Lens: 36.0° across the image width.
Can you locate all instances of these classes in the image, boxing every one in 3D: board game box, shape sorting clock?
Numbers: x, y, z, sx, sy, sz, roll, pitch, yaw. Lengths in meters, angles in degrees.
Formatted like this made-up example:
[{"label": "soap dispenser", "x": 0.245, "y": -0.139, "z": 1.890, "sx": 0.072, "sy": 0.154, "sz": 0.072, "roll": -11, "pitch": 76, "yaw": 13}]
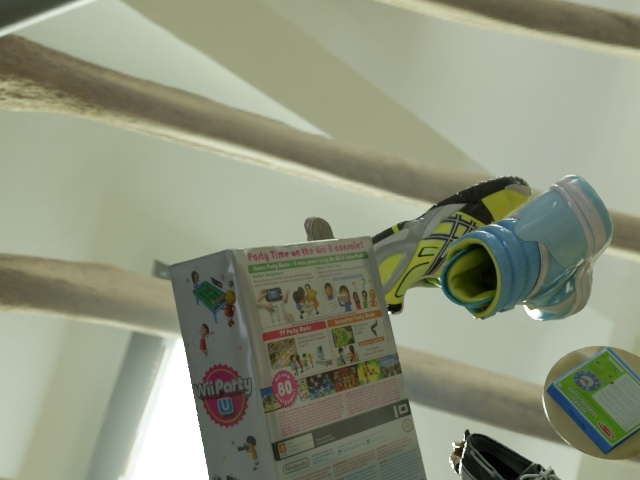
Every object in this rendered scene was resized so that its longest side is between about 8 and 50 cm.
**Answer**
[{"label": "board game box", "x": -0.015, "y": 0.155, "z": 1.001, "sx": 0.224, "sy": 0.097, "sz": 0.303, "roll": -5, "pitch": -98, "yaw": -50}, {"label": "shape sorting clock", "x": 0.471, "y": 0.265, "z": 1.621, "sx": 0.206, "sy": 0.206, "sz": 0.040, "roll": -50, "pitch": -24, "yaw": -31}]

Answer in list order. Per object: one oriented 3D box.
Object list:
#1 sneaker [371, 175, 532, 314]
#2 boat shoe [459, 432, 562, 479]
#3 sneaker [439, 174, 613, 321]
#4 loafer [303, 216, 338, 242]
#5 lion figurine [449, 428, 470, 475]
[{"label": "sneaker", "x": 0.237, "y": 0.007, "z": 1.842, "sx": 0.385, "sy": 0.145, "sz": 0.147, "roll": -29, "pitch": -99, "yaw": -10}, {"label": "boat shoe", "x": 0.393, "y": 0.459, "z": 1.822, "sx": 0.113, "sy": 0.306, "sz": 0.105, "roll": -23, "pitch": -49, "yaw": -34}, {"label": "sneaker", "x": 0.249, "y": 0.048, "z": 1.293, "sx": 0.208, "sy": 0.127, "sz": 0.319, "roll": -26, "pitch": -28, "yaw": -9}, {"label": "loafer", "x": 0.000, "y": 0.000, "z": 1.519, "sx": 0.125, "sy": 0.039, "sz": 0.045, "roll": 46, "pitch": -117, "yaw": -52}, {"label": "lion figurine", "x": 0.394, "y": 0.572, "z": 2.265, "sx": 0.142, "sy": 0.240, "sz": 0.392, "roll": -27, "pitch": -82, "yaw": -3}]
